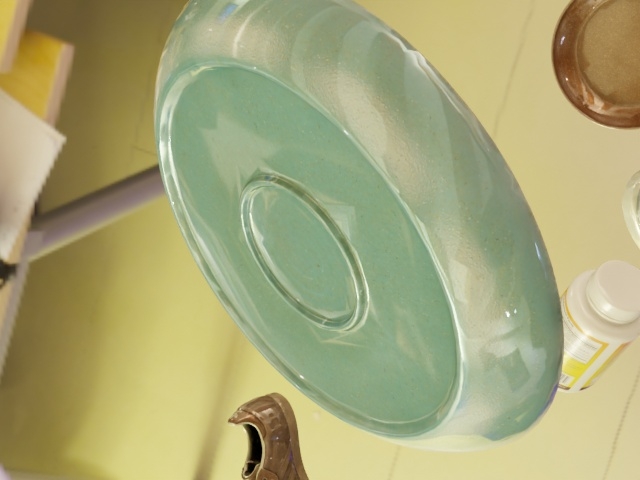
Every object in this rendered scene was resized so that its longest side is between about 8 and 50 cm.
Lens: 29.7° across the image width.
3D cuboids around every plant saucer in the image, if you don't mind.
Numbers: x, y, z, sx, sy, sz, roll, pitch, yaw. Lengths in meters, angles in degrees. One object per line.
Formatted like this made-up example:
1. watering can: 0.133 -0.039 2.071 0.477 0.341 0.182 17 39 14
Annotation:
1. plant saucer: 0.396 -0.241 1.546 0.199 0.036 0.198 7 105 29
2. plant saucer: 0.000 0.000 0.697 0.318 0.044 0.317 36 145 30

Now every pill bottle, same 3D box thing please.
1. pill bottle: 0.383 0.120 1.712 0.117 0.117 0.215 48 146 17

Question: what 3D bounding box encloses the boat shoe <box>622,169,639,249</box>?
1. boat shoe: 0.349 0.014 1.002 0.079 0.227 0.081 -57 21 -12

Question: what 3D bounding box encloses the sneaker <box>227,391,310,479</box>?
1. sneaker: -0.051 0.261 1.291 0.066 0.071 0.188 -17 89 57
